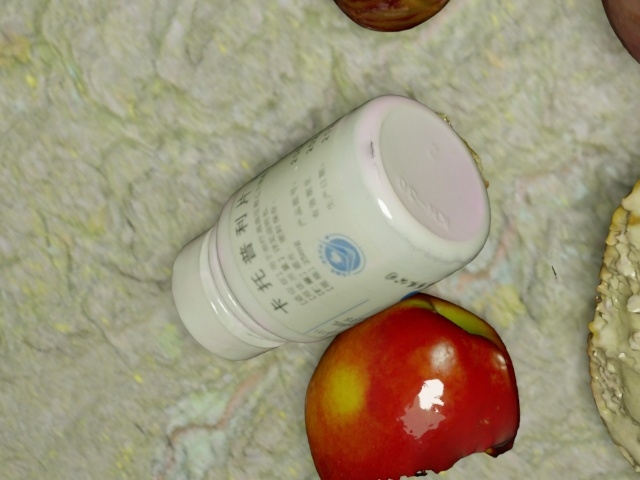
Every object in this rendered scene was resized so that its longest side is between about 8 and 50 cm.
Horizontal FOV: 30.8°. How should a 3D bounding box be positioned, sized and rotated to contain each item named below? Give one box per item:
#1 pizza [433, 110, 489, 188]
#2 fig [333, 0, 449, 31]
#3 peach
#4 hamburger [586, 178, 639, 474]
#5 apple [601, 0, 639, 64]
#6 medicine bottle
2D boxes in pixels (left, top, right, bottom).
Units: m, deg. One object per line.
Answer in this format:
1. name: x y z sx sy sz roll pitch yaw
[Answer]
1. pizza: 0.083 -0.071 1.131 0.160 0.036 0.099 -4 107 15
2. fig: 0.079 -0.288 1.006 0.207 0.175 0.175 -35 98 0
3. peach: 0.086 0.169 1.130 0.196 0.190 0.226 23 106 -10
4. hamburger: 0.399 0.070 0.964 0.287 0.268 0.445 -21 138 -17
5. apple: 0.359 -0.243 0.885 0.235 0.305 0.306 30 115 34
6. medicine bottle: 0.000 0.000 1.078 0.293 0.170 0.170 -30 100 40
